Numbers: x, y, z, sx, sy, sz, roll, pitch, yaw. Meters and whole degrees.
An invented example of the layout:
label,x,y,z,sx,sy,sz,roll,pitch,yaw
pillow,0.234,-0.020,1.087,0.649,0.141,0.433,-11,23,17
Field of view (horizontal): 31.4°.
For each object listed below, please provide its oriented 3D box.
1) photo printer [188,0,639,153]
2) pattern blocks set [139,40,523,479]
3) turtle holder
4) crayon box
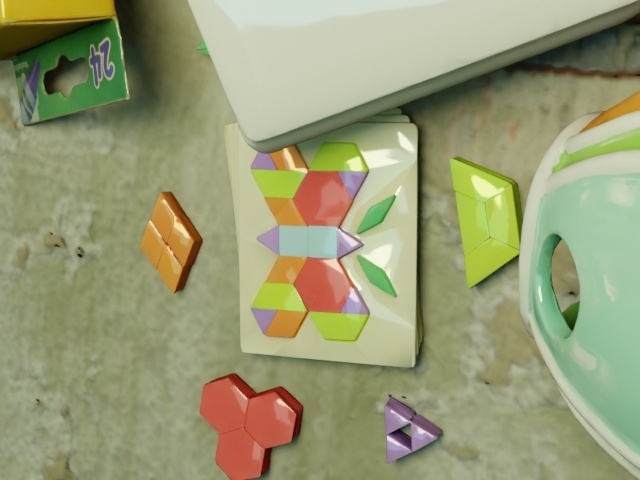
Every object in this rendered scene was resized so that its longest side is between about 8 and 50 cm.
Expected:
label,x,y,z,sx,sy,sz,roll,pitch,yaw
photo printer,0.057,-0.218,0.672,0.307,0.107,0.256,-18,100,15
pattern blocks set,0.000,0.000,0.798,0.285,0.026,0.325,-14,91,24
turtle holder,0.238,0.045,0.617,0.227,0.243,0.320,18,144,35
crayon box,-0.230,-0.243,0.782,0.203,0.083,0.323,-1,99,56
